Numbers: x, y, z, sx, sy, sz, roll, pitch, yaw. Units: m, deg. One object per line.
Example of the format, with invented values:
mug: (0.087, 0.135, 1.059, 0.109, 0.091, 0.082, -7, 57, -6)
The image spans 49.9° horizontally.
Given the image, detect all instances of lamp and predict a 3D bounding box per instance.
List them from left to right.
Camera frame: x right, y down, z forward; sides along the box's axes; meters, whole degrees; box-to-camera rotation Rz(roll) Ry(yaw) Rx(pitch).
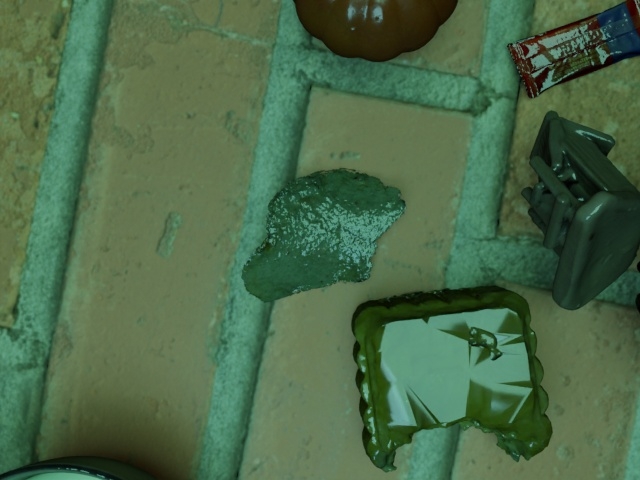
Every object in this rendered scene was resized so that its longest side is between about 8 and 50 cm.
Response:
lamp: (0.067, -0.336, 0.859, 0.224, 0.196, 0.223, 0, 90, 2)

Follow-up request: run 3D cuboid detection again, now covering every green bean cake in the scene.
green bean cake: (0.163, 0.181, 0.887, 0.236, 0.124, 0.232, -8, 89, 2)

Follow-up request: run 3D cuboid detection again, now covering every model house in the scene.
model house: (0.308, -0.043, 0.840, 0.123, 0.229, 0.188, -19, 54, -2)

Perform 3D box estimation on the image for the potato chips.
potato chips: (-0.003, 0.000, 0.930, 0.167, 0.059, 0.228, 30, 91, -7)

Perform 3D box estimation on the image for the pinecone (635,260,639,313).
pinecone: (0.551, 0.018, 0.757, 0.398, 0.398, 0.397, 0, 89, 2)

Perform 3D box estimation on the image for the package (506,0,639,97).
package: (0.362, -0.264, 0.934, 0.201, 0.022, 0.083, -20, 89, 1)

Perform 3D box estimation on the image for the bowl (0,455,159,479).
bowl: (-0.295, 0.431, 0.870, 0.354, 0.185, 0.353, 0, 90, 2)
